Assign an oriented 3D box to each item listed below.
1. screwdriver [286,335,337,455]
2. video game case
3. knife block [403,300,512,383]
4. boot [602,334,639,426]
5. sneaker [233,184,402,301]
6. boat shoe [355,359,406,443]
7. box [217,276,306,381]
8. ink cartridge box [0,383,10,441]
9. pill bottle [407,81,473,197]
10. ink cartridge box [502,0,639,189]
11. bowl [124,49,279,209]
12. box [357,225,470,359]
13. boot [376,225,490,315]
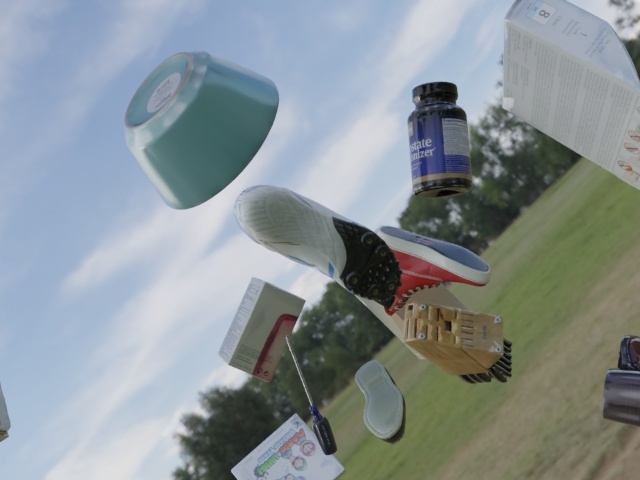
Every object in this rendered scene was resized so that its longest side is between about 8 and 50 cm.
[{"bbox_3d":[-0.018,0.207,1.087,0.025,0.170,0.024,-25,1,11],"label":"screwdriver"},{"bbox_3d":[-0.058,0.412,1.464,0.157,0.143,0.019,-39,-30,-13],"label":"video game case"},{"bbox_3d":[0.285,0.233,1.740,0.242,0.275,0.088,112,167,-61],"label":"knife block"},{"bbox_3d":[0.514,0.185,1.018,0.264,0.280,0.096,5,-91,-65],"label":"boot"},{"bbox_3d":[0.000,0.000,1.031,0.085,0.237,0.086,-60,13,-1],"label":"sneaker"},{"bbox_3d":[0.123,0.306,1.514,0.081,0.069,0.228,-32,23,7],"label":"boat shoe"},{"bbox_3d":[-0.154,0.227,2.115,0.232,0.126,0.148,-66,17,-5],"label":"box"},{"bbox_3d":[-0.836,0.342,1.603,0.384,0.279,0.160,-32,-28,7],"label":"ink cartridge box"},{"bbox_3d":[0.240,-0.203,1.659,0.122,0.219,0.123,-4,-8,-1],"label":"pill bottle"},{"bbox_3d":[0.488,-0.234,1.379,0.091,0.385,0.308,-52,-20,-9],"label":"ink cartridge box"},{"bbox_3d":[-0.244,-0.228,1.511,0.311,0.163,0.312,-30,39,28],"label":"bowl"},{"bbox_3d":[0.196,0.127,1.968,0.148,0.311,0.121,-48,4,-19],"label":"box"},{"bbox_3d":[0.213,0.088,1.658,0.088,0.244,0.176,-33,-42,-62],"label":"boot"}]
